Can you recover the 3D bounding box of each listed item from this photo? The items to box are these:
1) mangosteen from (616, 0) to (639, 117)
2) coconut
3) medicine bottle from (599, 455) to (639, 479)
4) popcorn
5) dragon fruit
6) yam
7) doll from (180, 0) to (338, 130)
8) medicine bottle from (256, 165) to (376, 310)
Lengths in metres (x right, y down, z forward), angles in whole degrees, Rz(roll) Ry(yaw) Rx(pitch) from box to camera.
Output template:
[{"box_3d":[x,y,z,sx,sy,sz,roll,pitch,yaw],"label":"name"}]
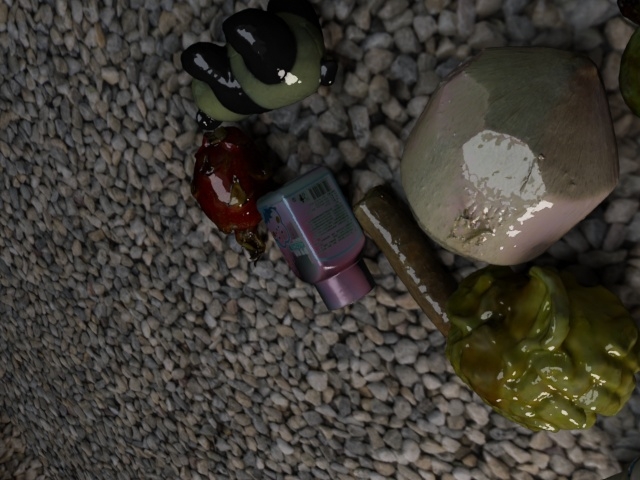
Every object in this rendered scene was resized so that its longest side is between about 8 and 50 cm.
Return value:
[{"box_3d":[0.383,-0.129,0.550,0.330,0.330,0.329,19,124,31],"label":"mangosteen"},{"box_3d":[0.199,-0.097,0.775,0.224,0.224,0.234,46,146,10],"label":"coconut"},{"box_3d":[0.436,0.296,0.841,0.143,0.143,0.258,51,133,5],"label":"medicine bottle"},{"box_3d":[0.243,0.114,0.850,0.235,0.181,0.217,20,165,49],"label":"popcorn"},{"box_3d":[-0.124,-0.058,1.142,0.126,0.125,0.246,7,136,16],"label":"dragon fruit"},{"box_3d":[0.147,0.057,1.006,0.299,0.066,0.066,53,135,1],"label":"yam"},{"box_3d":[-0.090,-0.232,0.989,0.234,0.143,0.135,-14,110,42],"label":"doll"},{"box_3d":[0.000,0.000,1.055,0.187,0.094,0.119,61,157,-7],"label":"medicine bottle"}]
